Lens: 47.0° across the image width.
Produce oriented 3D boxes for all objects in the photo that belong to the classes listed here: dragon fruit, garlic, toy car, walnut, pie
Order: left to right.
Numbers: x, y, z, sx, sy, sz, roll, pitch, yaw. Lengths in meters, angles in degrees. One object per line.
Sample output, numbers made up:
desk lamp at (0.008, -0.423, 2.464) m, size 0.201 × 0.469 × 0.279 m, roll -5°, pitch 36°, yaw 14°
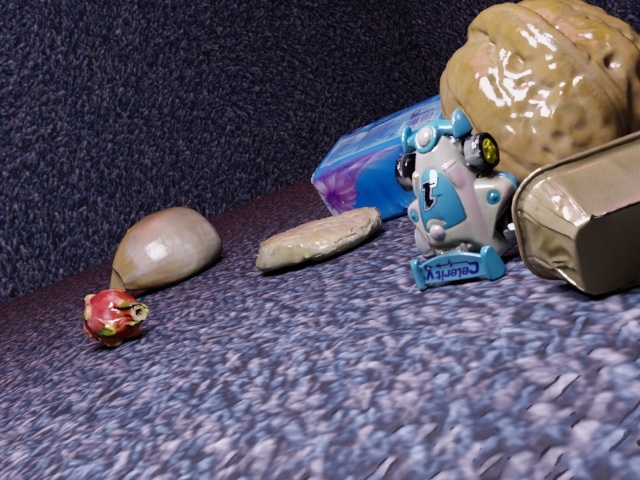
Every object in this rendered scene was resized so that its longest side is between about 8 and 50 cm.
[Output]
dragon fruit at (-0.289, 0.108, 1.042) m, size 0.086 × 0.081 × 0.116 m, roll -13°, pitch 2°, yaw -36°
garlic at (-0.305, 0.010, 1.552) m, size 0.196 × 0.151 × 0.338 m, roll -31°, pitch 3°, yaw 20°
pie at (-0.001, -0.003, 1.170) m, size 0.218 × 0.052 × 0.185 m, roll -19°, pitch 5°, yaw -11°
toy car at (0.128, -0.036, 0.728) m, size 0.126 × 0.161 × 0.098 m, roll -12°, pitch 22°, yaw 40°
walnut at (0.258, -0.158, 0.836) m, size 0.224 × 0.257 × 0.257 m, roll -38°, pitch 10°, yaw -4°

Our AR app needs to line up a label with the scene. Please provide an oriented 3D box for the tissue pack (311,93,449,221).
tissue pack at (0.147, -0.138, 1.290) m, size 0.263 × 0.146 × 0.198 m, roll -19°, pitch 23°, yaw 33°

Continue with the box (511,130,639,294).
box at (0.240, -0.026, 0.567) m, size 0.177 × 0.111 × 0.111 m, roll -19°, pitch 8°, yaw 2°

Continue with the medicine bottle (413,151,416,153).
medicine bottle at (0.178, -0.077, 0.990) m, size 0.074 × 0.118 × 0.055 m, roll -21°, pitch 8°, yaw -2°
